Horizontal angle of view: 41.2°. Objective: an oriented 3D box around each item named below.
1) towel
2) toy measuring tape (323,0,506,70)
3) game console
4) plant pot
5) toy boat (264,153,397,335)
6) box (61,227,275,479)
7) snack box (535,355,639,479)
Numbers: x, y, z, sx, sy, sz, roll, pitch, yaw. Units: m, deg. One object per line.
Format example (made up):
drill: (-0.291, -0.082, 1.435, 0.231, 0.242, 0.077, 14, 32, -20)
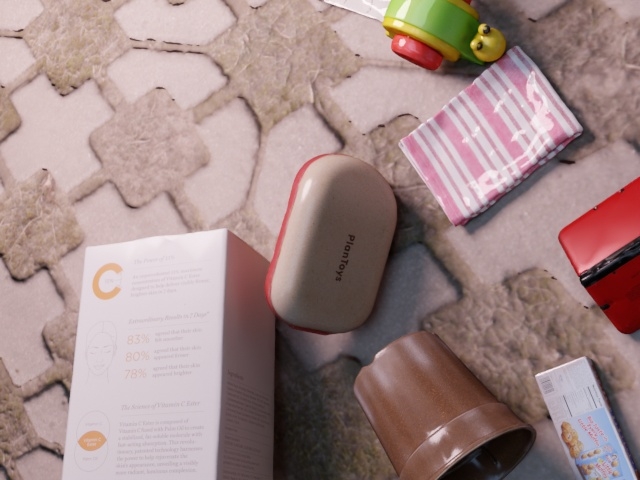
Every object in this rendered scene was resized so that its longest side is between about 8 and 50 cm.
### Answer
towel: (0.206, -0.129, 1.056, 0.197, 0.029, 0.144, -40, 66, 20)
toy measuring tape: (0.091, -0.304, 1.102, 0.330, 0.121, 0.121, 30, 98, 31)
game console: (0.361, 0.011, 0.953, 0.144, 0.085, 0.124, -37, 97, 21)
plant pot: (0.131, 0.205, 0.983, 0.167, 0.167, 0.165, -48, 54, 16)
toy boat: (0.000, 0.000, 1.113, 0.151, 0.150, 0.231, 18, 92, 60)
box: (-0.187, 0.181, 1.108, 0.214, 0.168, 0.346, -7, 68, 19)
snack box: (0.303, 0.224, 0.949, 0.064, 0.022, 0.178, -27, 70, 24)
